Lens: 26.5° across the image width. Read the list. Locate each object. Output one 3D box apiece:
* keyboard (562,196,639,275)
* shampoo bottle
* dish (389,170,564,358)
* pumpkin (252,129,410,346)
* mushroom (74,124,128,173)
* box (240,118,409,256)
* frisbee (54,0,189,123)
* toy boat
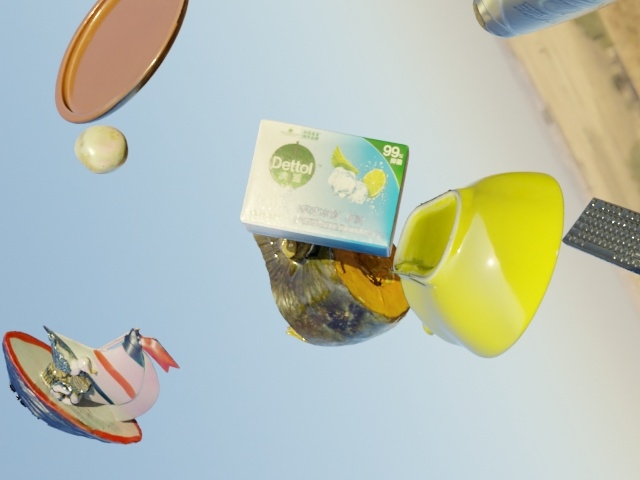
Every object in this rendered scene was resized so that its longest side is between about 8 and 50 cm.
[{"bbox_3d":[0.488,0.002,2.084,0.018,0.101,0.310,40,175,-29],"label":"keyboard"},{"bbox_3d":[0.293,-0.333,1.783,0.125,0.084,0.350,25,172,-15],"label":"shampoo bottle"},{"bbox_3d":[0.160,0.012,1.555,0.108,0.221,0.262,23,170,-20],"label":"dish"},{"bbox_3d":[0.000,0.000,1.980,0.222,0.139,0.317,1,-113,-47],"label":"pumpkin"},{"bbox_3d":[-0.337,-0.138,2.096,0.067,0.083,0.083,111,152,-42],"label":"mushroom"},{"bbox_3d":[0.008,-0.066,1.743,0.073,0.194,0.139,70,-149,-78],"label":"box"},{"bbox_3d":[-0.249,-0.253,1.713,0.021,0.251,0.251,32,-152,-36],"label":"frisbee"},{"bbox_3d":[-0.275,0.188,1.766,0.219,0.318,0.072,60,-139,-32],"label":"toy boat"}]
